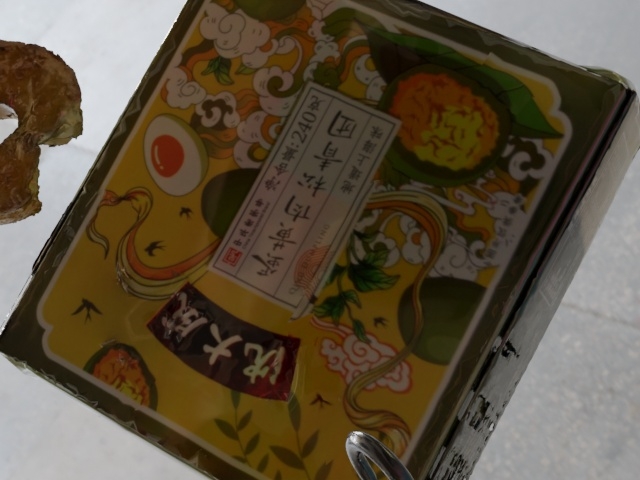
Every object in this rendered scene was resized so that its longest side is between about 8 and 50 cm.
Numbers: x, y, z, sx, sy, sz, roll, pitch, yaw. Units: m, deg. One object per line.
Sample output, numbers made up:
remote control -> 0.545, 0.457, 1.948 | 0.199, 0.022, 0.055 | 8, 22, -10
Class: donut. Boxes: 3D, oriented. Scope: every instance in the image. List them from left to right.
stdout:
donut -> -0.181, -0.057, 0.682 | 0.097, 0.043, 0.108 | 24, 67, 12

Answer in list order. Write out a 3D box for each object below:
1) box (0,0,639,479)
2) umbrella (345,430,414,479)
box -> 0.000, 0.000, 1.003 | 0.373, 0.138, 0.420 | 27, 84, 21
umbrella -> 0.081, 0.165, 0.375 | 0.044, 0.269, 0.044 | -39, 16, -22
